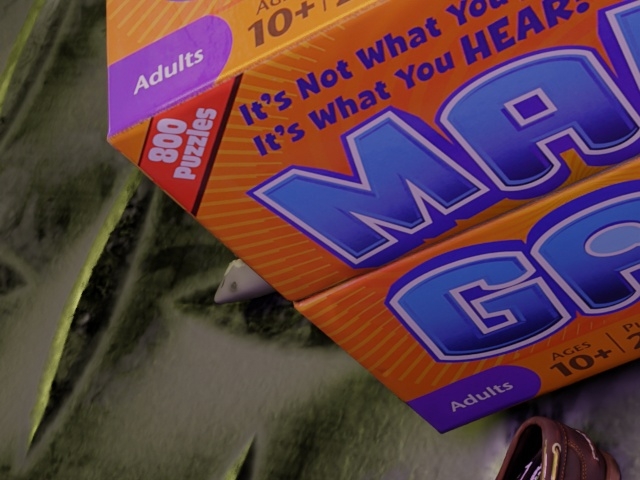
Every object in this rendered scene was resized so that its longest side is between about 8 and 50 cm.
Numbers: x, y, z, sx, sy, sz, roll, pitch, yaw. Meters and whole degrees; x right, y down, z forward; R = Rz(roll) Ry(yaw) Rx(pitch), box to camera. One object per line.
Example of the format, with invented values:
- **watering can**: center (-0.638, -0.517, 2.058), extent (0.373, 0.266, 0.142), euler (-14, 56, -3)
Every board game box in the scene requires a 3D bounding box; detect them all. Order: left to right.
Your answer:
- **board game box**: center (0.119, -0.166, 1.110), extent (0.356, 0.356, 0.357), euler (-24, 49, 22)

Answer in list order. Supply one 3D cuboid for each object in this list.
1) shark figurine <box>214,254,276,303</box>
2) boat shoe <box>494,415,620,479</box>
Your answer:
- **shark figurine**: center (0.016, -0.016, 1.331), extent (0.166, 0.278, 0.116), euler (-33, 79, -15)
- **boat shoe**: center (0.106, 0.204, 1.133), extent (0.073, 0.073, 0.207), euler (9, 73, 47)
